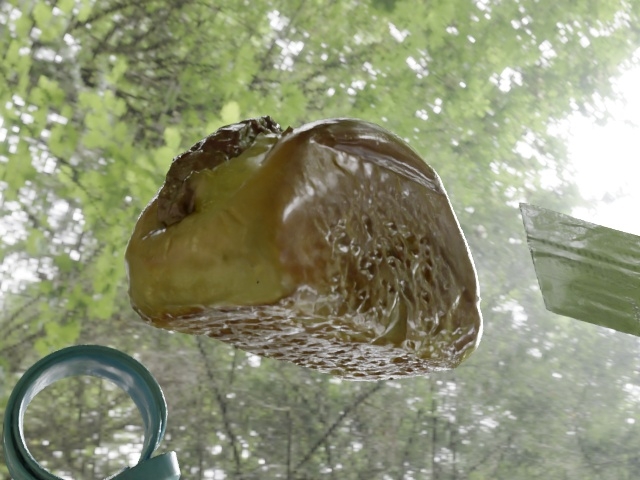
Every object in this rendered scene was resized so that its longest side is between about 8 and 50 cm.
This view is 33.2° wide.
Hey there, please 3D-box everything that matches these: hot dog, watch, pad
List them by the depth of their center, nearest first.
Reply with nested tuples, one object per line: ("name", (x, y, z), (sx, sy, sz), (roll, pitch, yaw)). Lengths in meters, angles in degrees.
("pad", (0.254, 0.026, 0.908), (0.159, 0.265, 0.009), (15, -70, 0))
("hot dog", (-0.001, 0.001, 1.054), (0.185, 0.405, 0.223), (-10, -111, 36))
("watch", (-0.256, 0.218, 1.145), (0.211, 0.211, 0.193), (-34, -104, 22))
